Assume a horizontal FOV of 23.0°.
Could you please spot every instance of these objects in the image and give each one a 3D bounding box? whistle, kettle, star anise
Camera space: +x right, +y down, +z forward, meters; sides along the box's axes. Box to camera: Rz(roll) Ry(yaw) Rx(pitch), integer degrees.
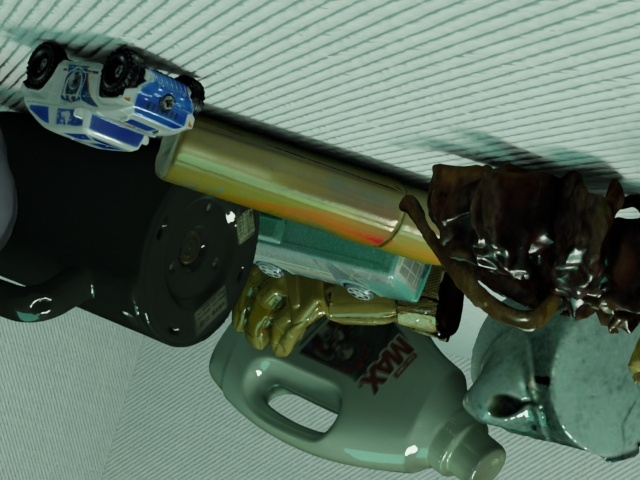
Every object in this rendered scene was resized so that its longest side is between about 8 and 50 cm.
[{"bbox_3d":[0.363,0.178,1.930,0.404,0.188,0.168,19,173,-28],"label":"whistle"},{"bbox_3d":[-0.259,0.001,1.671,0.308,0.262,0.203,15,154,29],"label":"kettle"},{"bbox_3d":[0.180,0.012,1.208,0.190,0.126,0.220,14,172,-19],"label":"star anise"}]

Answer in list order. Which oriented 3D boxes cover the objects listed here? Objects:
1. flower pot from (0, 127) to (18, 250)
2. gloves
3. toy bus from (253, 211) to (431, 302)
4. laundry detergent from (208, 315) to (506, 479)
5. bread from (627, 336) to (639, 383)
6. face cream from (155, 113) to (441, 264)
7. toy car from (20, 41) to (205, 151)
[{"bbox_3d":[-0.405,-0.082,1.448,0.265,0.265,0.243,17,161,-8],"label":"flower pot"},{"bbox_3d":[0.014,0.058,1.945,0.331,0.154,0.141,2,146,26],"label":"gloves"},{"bbox_3d":[0.000,0.000,1.780,0.261,0.091,0.109,12,162,28],"label":"toy bus"},{"bbox_3d":[0.062,0.191,2.021,0.398,0.264,0.125,38,166,33],"label":"laundry detergent"},{"bbox_3d":[0.395,0.101,1.321,0.274,0.149,0.274,11,177,1],"label":"bread"},{"bbox_3d":[-0.004,-0.045,1.428,0.285,0.067,0.139,17,177,-12],"label":"face cream"},{"bbox_3d":[-0.175,-0.112,1.255,0.170,0.070,0.080,10,172,45],"label":"toy car"}]
